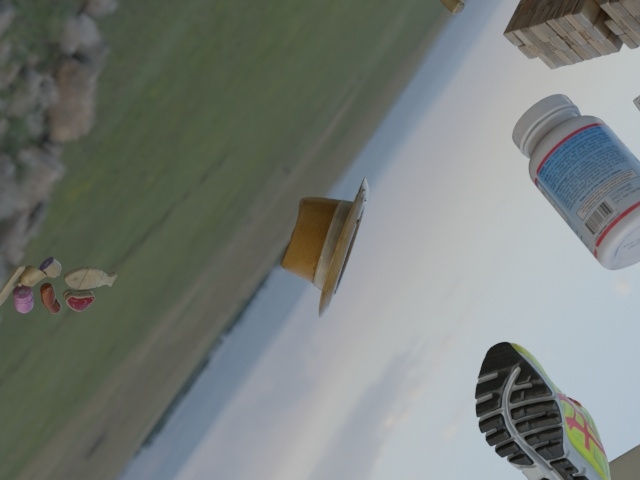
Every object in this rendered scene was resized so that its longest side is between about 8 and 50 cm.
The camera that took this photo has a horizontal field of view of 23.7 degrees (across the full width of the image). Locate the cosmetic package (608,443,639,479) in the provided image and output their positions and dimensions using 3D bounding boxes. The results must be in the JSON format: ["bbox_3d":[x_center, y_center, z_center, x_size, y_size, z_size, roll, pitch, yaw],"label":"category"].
[{"bbox_3d":[0.513,0.436,2.158,0.129,0.296,0.153,-34,159,13],"label":"cosmetic package"}]

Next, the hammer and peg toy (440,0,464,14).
[{"bbox_3d":[0.116,-0.452,1.922,0.127,0.266,0.361,-44,167,-3],"label":"hammer and peg toy"}]

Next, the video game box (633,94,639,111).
[{"bbox_3d":[0.597,-0.182,2.392,0.048,0.205,0.187,-30,171,-18],"label":"video game box"}]

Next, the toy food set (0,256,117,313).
[{"bbox_3d":[-0.275,0.048,1.557,0.122,0.019,0.078,13,124,-48],"label":"toy food set"}]

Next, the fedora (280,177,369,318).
[{"bbox_3d":[0.000,0.000,1.852,0.194,0.079,0.194,19,90,-87],"label":"fedora"}]

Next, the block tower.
[{"bbox_3d":[0.397,-0.312,2.013,0.335,0.091,0.097,-6,-129,56],"label":"block tower"}]

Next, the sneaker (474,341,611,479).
[{"bbox_3d":[0.210,0.171,1.425,0.081,0.208,0.094,-17,-155,29],"label":"sneaker"}]

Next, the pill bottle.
[{"bbox_3d":[0.246,-0.056,1.388,0.087,0.160,0.087,-26,151,-16],"label":"pill bottle"}]
